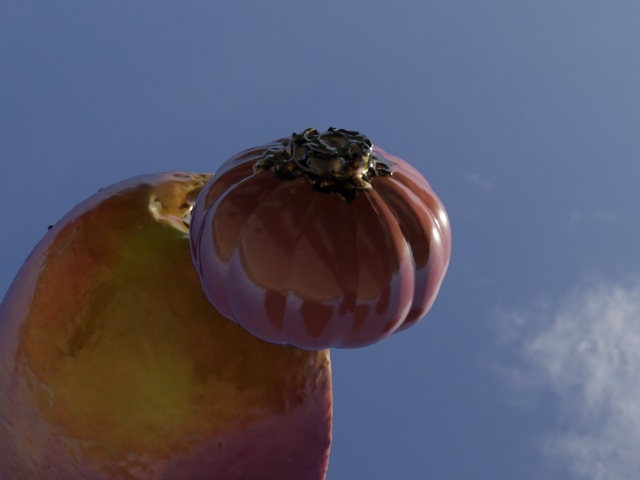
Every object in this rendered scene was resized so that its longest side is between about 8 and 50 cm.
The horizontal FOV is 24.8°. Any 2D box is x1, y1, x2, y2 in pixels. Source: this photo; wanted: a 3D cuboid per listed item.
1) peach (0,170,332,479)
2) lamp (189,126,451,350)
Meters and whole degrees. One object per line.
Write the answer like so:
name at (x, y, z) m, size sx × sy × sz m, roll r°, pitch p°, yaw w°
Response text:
peach at (-0.155, 0.149, 1.318) m, size 0.306 × 0.380 × 0.242 m, roll 3°, pitch -149°, yaw -11°
lamp at (0.000, 0.000, 0.596) m, size 0.108 × 0.092 × 0.107 m, roll 7°, pitch -150°, yaw -4°
